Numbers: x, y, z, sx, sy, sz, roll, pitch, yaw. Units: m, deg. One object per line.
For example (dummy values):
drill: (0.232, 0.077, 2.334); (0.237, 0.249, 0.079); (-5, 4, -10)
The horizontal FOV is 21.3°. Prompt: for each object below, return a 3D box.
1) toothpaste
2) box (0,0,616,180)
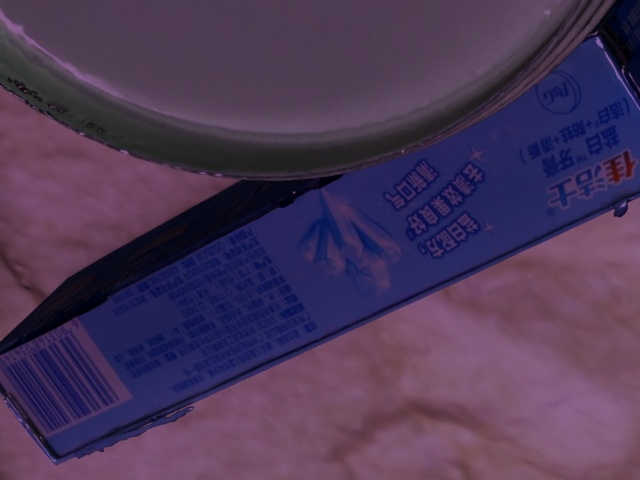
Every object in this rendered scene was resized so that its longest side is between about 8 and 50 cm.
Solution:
toothpaste: (0.000, 0.000, 0.555); (0.272, 0.066, 0.053); (-27, 102, 35)
box: (-0.004, -0.143, 0.425); (0.226, 0.149, 0.226); (12, 122, 20)
